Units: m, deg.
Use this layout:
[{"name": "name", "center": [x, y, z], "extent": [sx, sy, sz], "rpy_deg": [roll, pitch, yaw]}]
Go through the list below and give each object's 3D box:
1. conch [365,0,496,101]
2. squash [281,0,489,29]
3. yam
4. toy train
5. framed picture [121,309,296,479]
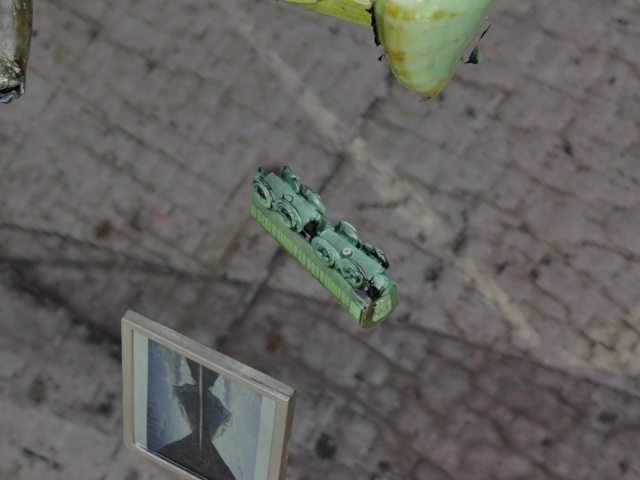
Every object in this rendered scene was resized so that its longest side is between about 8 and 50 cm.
[{"name": "conch", "center": [0.064, -0.139, 1.031], "extent": [0.106, 0.170, 0.079], "rpy_deg": [-36, 60, -24]}, {"name": "squash", "center": [0.042, -0.215, 1.433], "extent": [0.200, 0.075, 0.090], "rpy_deg": [23, 70, 20]}, {"name": "yam", "center": [-0.130, -0.122, 0.733], "extent": [0.033, 0.027, 0.129], "rpy_deg": [-27, 57, 50]}, {"name": "toy train", "center": [0.000, 0.000, 1.285], "extent": [0.038, 0.071, 0.148], "rpy_deg": [-37, 63, -19]}, {"name": "framed picture", "center": [-0.093, 0.144, 1.390], "extent": [0.150, 0.203, 0.015], "rpy_deg": [26, 56, 12]}]
